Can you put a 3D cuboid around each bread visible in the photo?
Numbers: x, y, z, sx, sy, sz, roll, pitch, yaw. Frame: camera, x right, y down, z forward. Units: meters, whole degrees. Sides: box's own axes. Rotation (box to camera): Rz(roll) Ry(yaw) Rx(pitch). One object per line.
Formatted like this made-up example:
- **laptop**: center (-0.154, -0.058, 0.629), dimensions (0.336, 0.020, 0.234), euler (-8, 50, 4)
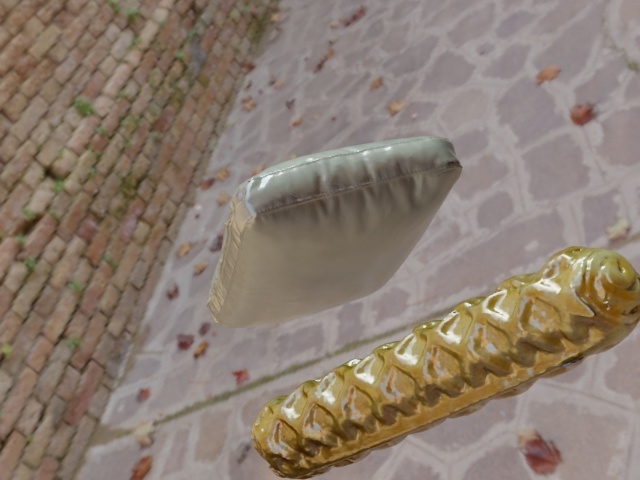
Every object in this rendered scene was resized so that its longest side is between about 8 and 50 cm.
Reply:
- **bread**: center (0.081, 0.106, 0.658), dimensions (0.367, 0.084, 0.077), euler (-33, 65, 33)

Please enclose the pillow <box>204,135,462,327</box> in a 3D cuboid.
- **pillow**: center (0.000, 0.000, 0.962), dimensions (0.255, 0.120, 0.322), euler (-14, -22, -18)
